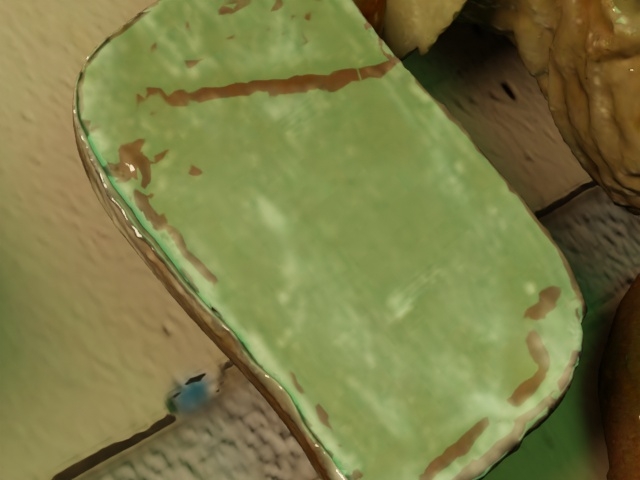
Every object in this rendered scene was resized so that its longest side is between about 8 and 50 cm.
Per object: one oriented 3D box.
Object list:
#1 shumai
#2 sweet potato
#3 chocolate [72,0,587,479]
[{"bbox_3d":[0.131,-0.158,0.793,0.263,0.267,0.314,10,25,7],"label":"shumai"},{"bbox_3d":[0.169,0.093,0.735,0.065,0.051,0.218,26,54,-19],"label":"sweet potato"},{"bbox_3d":[-0.002,0.001,0.665,0.157,0.080,0.254,-37,85,-24],"label":"chocolate"}]
